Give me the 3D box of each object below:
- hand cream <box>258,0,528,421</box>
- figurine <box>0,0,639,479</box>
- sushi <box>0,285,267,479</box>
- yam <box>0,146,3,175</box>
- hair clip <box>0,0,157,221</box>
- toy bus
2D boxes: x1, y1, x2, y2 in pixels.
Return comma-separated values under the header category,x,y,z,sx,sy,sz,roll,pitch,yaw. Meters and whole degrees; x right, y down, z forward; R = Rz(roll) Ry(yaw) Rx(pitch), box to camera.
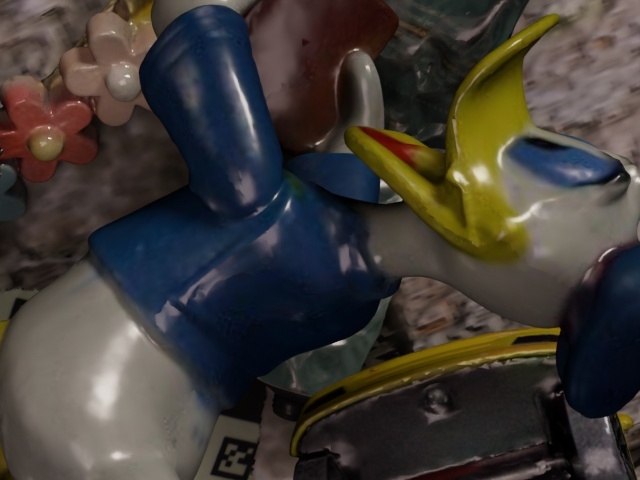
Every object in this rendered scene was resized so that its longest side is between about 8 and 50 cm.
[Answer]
category,x,y,z,sx,sy,sz,roll,pitch,yaw
hand cream,0.026,-0.026,0.685,0.075,0.052,0.247,20,105,-4
figurine,0.000,0.000,0.575,0.338,0.283,0.204,3,147,25
sushi,-0.163,0.101,0.701,0.280,0.043,0.192,0,106,-27
yam,-0.255,-0.048,0.583,0.129,0.238,0.128,-32,70,23
hair clip,-0.123,-0.060,0.683,0.214,0.056,0.062,-42,132,12
toy bus,0.103,0.187,0.692,0.145,0.151,0.331,-17,106,13
